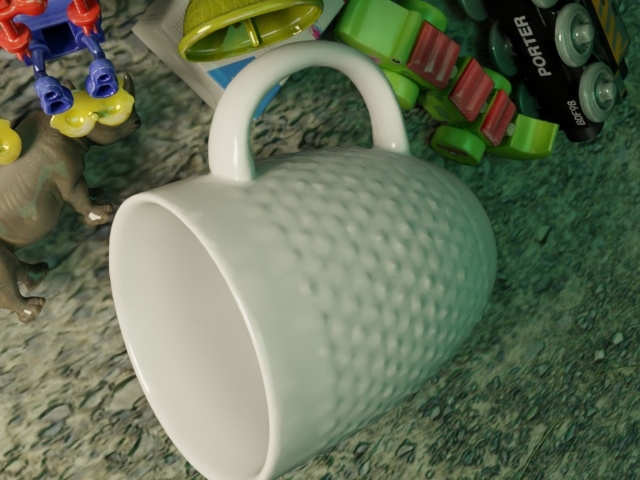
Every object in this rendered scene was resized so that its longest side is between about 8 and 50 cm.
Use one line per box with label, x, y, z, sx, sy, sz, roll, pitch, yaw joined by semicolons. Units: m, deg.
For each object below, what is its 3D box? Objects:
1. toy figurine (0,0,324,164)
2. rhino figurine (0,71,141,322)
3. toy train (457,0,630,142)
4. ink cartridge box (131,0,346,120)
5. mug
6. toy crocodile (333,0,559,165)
toy figurine;-0.200;-0.228;0.616;0.362;0.191;0.217;-22;74;-9
rhino figurine;-0.240;-0.056;0.707;0.106;0.073;0.243;41;74;-36
toy train;0.301;-0.290;1.002;0.190;0.142;0.334;-54;123;-26
ink cartridge box;-0.060;-0.251;0.789;0.134;0.078;0.231;44;74;-32
mug;0.000;0.000;0.754;0.328;0.276;0.374;-20;114;-35
toy crocodile;0.152;-0.185;0.931;0.340;0.105;0.115;32;80;-34
